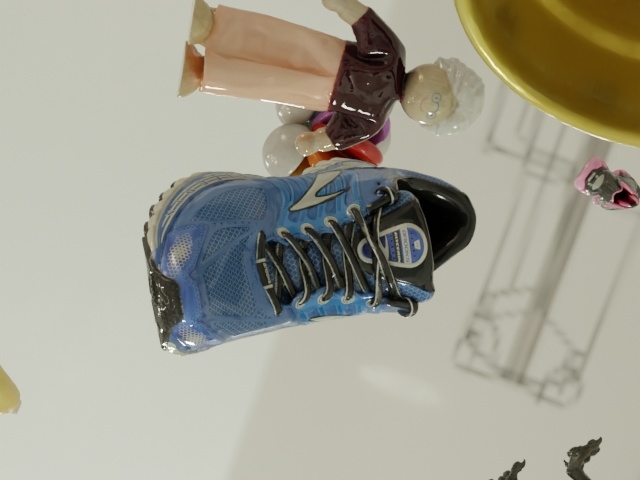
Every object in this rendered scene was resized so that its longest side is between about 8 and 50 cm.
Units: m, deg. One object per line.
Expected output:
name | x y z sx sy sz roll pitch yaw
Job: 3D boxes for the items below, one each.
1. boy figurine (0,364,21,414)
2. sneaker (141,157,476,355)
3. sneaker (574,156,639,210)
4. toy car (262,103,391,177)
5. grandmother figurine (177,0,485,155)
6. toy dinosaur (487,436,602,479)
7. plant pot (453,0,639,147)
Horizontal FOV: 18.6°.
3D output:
boy figurine | -0.428 0.151 2.232 0.177 0.092 0.285 16 148 0
sneaker | 0.000 0.000 1.434 0.147 0.130 0.330 -1 -167 38
sneaker | 0.305 -0.047 1.997 0.057 0.047 0.119 37 -169 30
toy car | 0.026 -0.127 2.422 0.159 0.182 0.136 30 147 -25
grandmother figurine | 0.016 -0.180 2.189 0.342 0.208 0.104 9 -138 -7
toy dinosaur | 0.202 0.228 1.578 0.268 0.064 0.118 0 -125 -39
plant pot | 0.238 -0.225 1.273 0.254 0.239 0.254 17 147 11
